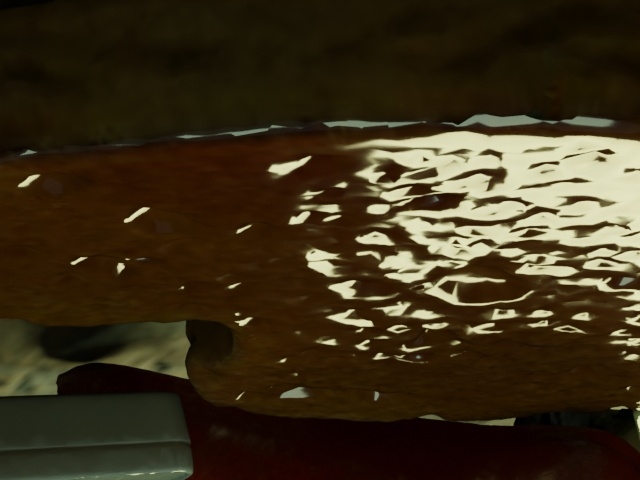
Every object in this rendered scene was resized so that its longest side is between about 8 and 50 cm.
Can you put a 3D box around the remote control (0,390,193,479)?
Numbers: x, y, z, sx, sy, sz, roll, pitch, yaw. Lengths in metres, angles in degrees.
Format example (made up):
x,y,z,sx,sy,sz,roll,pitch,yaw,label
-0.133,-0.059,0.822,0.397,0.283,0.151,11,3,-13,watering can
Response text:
x,y,z,sx,sy,sz,roll,pitch,yaw,label
-0.163,0.073,0.567,0.250,0.034,0.103,1,161,-39,remote control

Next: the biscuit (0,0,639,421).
x,y,z,sx,sy,sz,roll,pitch,yaw,label
0.000,-0.002,0.511,0.262,0.052,0.277,-6,161,16,biscuit

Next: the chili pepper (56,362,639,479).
x,y,z,sx,sy,sz,roll,pitch,yaw,label
0.031,0.087,0.635,0.272,0.071,0.063,8,159,21,chili pepper

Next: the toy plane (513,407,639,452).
x,y,z,sx,sy,sz,roll,pitch,yaw,label
0.115,0.116,0.770,0.242,0.104,0.256,2,158,-25,toy plane
